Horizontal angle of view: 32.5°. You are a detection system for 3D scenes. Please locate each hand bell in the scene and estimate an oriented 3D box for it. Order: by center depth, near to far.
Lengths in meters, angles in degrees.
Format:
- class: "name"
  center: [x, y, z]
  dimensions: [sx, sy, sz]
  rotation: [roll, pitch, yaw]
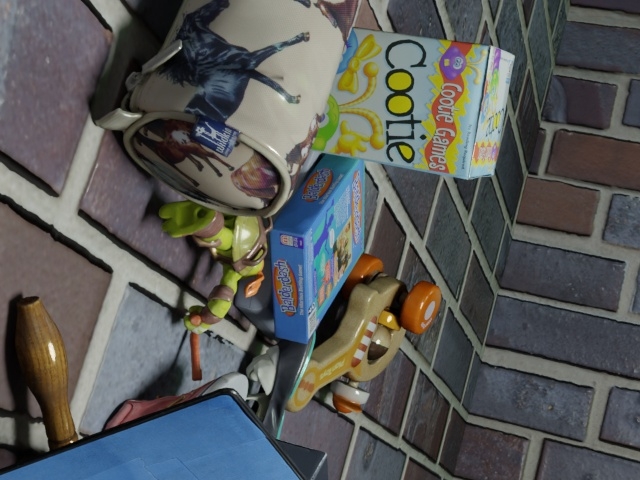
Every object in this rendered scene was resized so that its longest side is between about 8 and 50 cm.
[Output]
- class: "hand bell"
  center: [-0.221, 0.162, 0.927]
  dimensions: [0.126, 0.126, 0.242]
  rotation: [-45, 130, -58]

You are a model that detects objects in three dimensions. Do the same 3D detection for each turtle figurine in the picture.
- class: "turtle figurine"
  center: [-0.100, 0.003, 1.157]
  dimensions: [0.217, 0.087, 0.269]
  rotation: [62, 43, -62]

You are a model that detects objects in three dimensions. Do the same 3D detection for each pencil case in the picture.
- class: "pencil case"
  center: [-0.052, -0.238, 1.035]
  dimensions: [0.183, 0.160, 0.410]
  rotation: [34, 65, -38]

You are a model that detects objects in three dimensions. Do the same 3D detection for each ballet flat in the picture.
- class: "ballet flat"
  center: [-0.068, 0.195, 1.387]
  dimensions: [0.203, 0.074, 0.074]
  rotation: [-71, 162, 7]

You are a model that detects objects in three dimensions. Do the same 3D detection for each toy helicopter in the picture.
- class: "toy helicopter"
  center: [0.032, 0.179, 1.647]
  dimensions: [0.355, 0.140, 0.235]
  rotation: [-25, 134, -54]

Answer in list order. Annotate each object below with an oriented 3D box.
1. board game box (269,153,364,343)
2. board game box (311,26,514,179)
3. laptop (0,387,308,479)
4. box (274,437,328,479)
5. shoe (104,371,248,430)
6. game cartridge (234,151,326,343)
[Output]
- class: "board game box"
  center: [0.000, 0.000, 1.347]
  dimensions: [0.210, 0.047, 0.160]
  rotation: [-55, 150, -51]
- class: "board game box"
  center: [0.059, -0.162, 1.227]
  dimensions: [0.144, 0.275, 0.142]
  rotation: [-14, 115, -70]
- class: "laptop"
  center: [-0.172, 0.354, 0.815]
  dimensions: [0.408, 0.236, 0.382]
  rotation: [-65, 146, -28]
- class: "box"
  center: [-0.075, 0.342, 1.335]
  dimensions: [0.108, 0.153, 0.207]
  rotation: [-57, 151, -46]
- class: "shoe"
  center: [-0.147, 0.177, 1.133]
  dimensions: [0.178, 0.081, 0.063]
  rotation: [-37, 135, -58]
- class: "game cartridge"
  center: [-0.026, -0.025, 1.417]
  dimensions: [0.196, 0.060, 0.294]
  rotation: [51, 53, -62]
